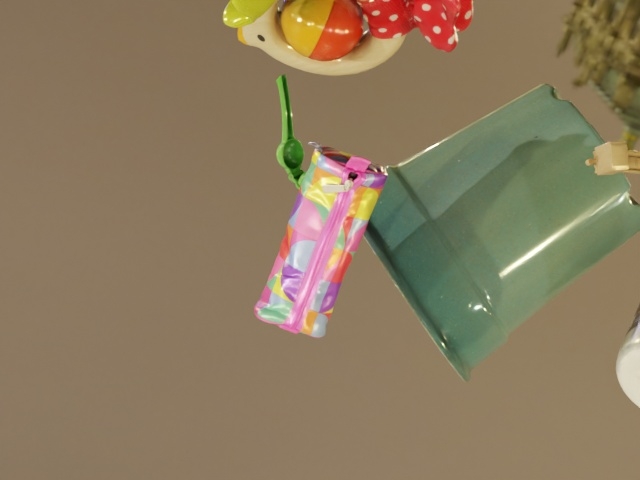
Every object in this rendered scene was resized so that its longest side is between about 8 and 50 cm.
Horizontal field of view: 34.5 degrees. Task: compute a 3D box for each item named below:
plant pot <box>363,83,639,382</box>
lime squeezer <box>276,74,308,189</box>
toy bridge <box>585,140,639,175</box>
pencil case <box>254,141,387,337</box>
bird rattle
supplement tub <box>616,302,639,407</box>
[{"bbox_3d":[0.251,-0.031,1.478,0.341,0.334,0.341,55,-175,-8],"label":"plant pot"},{"bbox_3d":[-0.014,-0.137,1.836,0.310,0.110,0.059,60,-149,7],"label":"lime squeezer"},{"bbox_3d":[0.313,-0.070,0.873,0.188,0.026,0.063,-3,175,-10],"label":"toy bridge"},{"bbox_3d":[0.000,0.000,1.237,0.104,0.236,0.104,19,-167,-5],"label":"pencil case"},{"bbox_3d":[0.021,-0.238,1.006,0.254,0.207,0.143,9,-116,-18],"label":"bird rattle"},{"bbox_3d":[0.597,0.105,1.564,0.207,0.207,0.338,25,-124,15],"label":"supplement tub"}]
